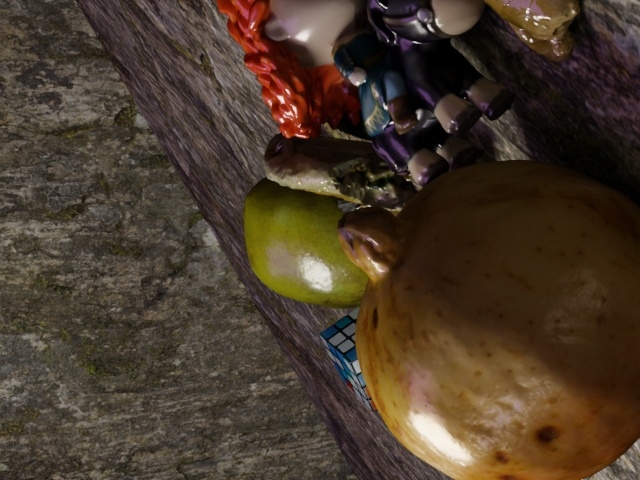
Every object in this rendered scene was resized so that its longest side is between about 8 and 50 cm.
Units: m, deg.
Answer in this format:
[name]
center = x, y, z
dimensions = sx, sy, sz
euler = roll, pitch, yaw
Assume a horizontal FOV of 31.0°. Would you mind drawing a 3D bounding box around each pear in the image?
[pear]
center = 0.000, 0.000, 2.130
dimensions = 0.321, 0.269, 0.269
euler = 31, 158, 19

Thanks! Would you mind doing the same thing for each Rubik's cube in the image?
[Rubik's cube]
center = 0.116, 0.243, 2.483
dimensions = 0.151, 0.154, 0.155
euler = 39, 158, 53

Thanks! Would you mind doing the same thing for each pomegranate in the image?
[pomegranate]
center = 0.195, 0.078, 1.296
dimensions = 0.410, 0.410, 0.410
euler = 51, 166, 18

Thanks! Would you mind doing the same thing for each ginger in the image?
[ginger]
center = 0.196, -0.265, 1.161
dimensions = 0.205, 0.081, 0.115
euler = 49, -161, -6

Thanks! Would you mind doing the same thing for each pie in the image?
[pie]
center = 0.079, -0.089, 1.627
dimensions = 0.337, 0.337, 0.075
euler = 31, 110, 60

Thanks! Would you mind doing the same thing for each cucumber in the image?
[cucumber]
center = 0.062, -0.197, 1.814
dimensions = 0.074, 0.074, 0.241
euler = 60, 168, -19

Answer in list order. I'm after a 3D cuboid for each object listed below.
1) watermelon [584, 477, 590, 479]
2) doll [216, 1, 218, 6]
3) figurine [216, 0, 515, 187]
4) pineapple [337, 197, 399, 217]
[watermelon]
center = 0.298, 0.173, 1.595
dimensions = 0.148, 0.226, 0.318
euler = -52, -55, -76
[doll]
center = -0.094, -0.433, 1.736
dimensions = 0.155, 0.113, 0.275
euler = 42, 156, 18
[figurine]
center = 0.056, -0.243, 1.427
dimensions = 0.411, 0.241, 0.306
euler = 28, 144, 43
[pineapple]
center = 0.101, -0.059, 1.907
dimensions = 0.128, 0.128, 0.248
euler = 61, 170, -20
